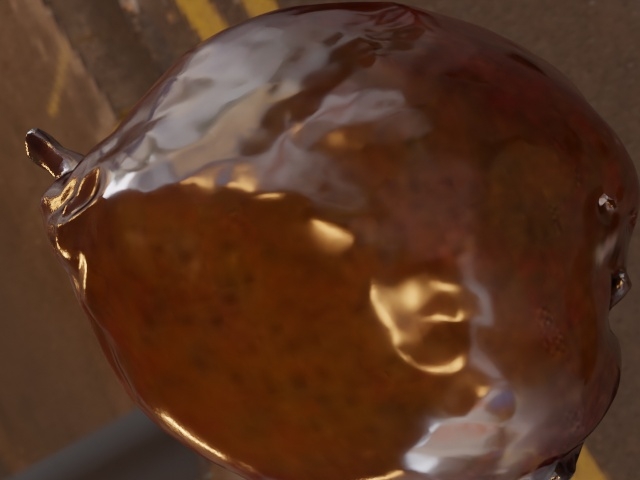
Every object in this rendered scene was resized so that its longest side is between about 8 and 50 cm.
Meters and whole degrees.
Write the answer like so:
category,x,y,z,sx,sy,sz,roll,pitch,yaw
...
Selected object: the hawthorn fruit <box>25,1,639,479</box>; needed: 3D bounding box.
category,x,y,z,sx,sy,sz,roll,pitch,yaw
hawthorn fruit,0.022,0.006,0.871,0.308,0.325,0.308,-36,46,49
